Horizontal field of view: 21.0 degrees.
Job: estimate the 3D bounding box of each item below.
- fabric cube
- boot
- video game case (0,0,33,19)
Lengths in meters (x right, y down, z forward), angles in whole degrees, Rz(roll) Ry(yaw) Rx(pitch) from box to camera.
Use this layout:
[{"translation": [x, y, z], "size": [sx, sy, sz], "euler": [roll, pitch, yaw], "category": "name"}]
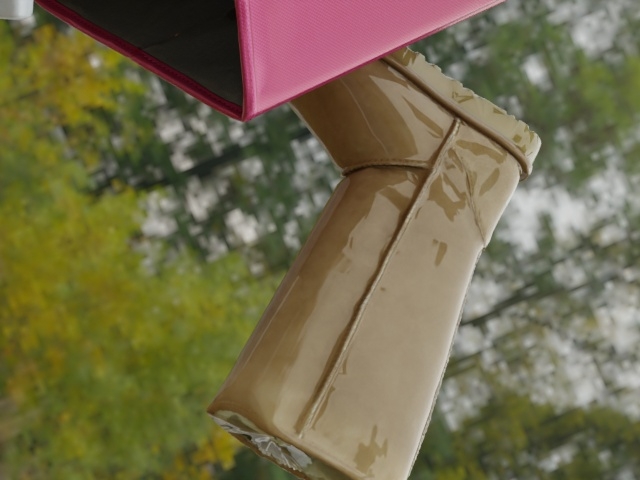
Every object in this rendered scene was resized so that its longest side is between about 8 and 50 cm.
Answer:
[{"translation": [-0.028, -0.262, 1.038], "size": [0.259, 0.258, 0.254], "euler": [33, -41, 43], "category": "fabric cube"}, {"translation": [0.000, 0.000, 1.099], "size": [0.236, 0.269, 0.089], "euler": [28, -19, -3], "category": "boot"}, {"translation": [-0.226, -0.216, 0.861], "size": [0.023, 0.183, 0.201], "euler": [-25, 119, -74], "category": "video game case"}]
